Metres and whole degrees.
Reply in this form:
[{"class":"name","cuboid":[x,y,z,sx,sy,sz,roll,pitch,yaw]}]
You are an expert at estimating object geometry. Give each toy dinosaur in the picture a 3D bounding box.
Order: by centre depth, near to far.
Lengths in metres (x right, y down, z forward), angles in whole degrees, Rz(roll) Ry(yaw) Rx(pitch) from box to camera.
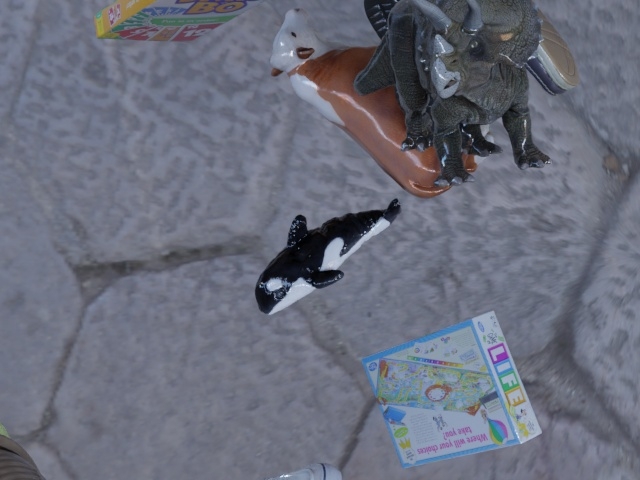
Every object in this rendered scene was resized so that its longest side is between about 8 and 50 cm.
[{"class":"toy dinosaur","cuboid":[0.103,-0.138,0.888,0.121,0.313,0.160,-9,109,-7]}]

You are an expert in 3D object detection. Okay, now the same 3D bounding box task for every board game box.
[{"class":"board game box","cuboid":[0.104,0.127,0.940,0.154,0.026,0.103,-28,81,53]},{"class":"board game box","cuboid":[-0.130,-0.264,1.223,0.259,0.124,0.039,-17,81,52]}]

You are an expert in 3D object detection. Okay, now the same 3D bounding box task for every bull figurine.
[{"class":"bull figurine","cuboid":[0.079,-0.180,1.418,0.188,0.101,0.310,-31,70,-26]}]

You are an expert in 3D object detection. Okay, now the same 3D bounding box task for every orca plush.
[{"class":"orca plush","cuboid":[0.000,0.000,1.868,0.287,0.151,0.102,-31,112,2]}]

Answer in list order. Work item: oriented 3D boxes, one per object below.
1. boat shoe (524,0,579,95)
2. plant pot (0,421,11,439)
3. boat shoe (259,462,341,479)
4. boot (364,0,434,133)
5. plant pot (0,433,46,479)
[{"class":"boat shoe","cuboid":[0.250,-0.299,1.570,0.092,0.103,0.285,-43,66,26]},{"class":"plant pot","cuboid":[-0.464,0.288,1.106,0.254,0.276,0.276,-15,85,15]},{"class":"boat shoe","cuboid":[-0.071,0.311,1.271,0.076,0.083,0.226,30,125,-24]},{"class":"boot","cuboid":[0.111,-0.230,1.300,0.077,0.137,0.198,-15,118,13]},{"class":"plant pot","cuboid":[-0.269,0.276,0.922,0.109,0.237,0.237,4,90,23]}]
